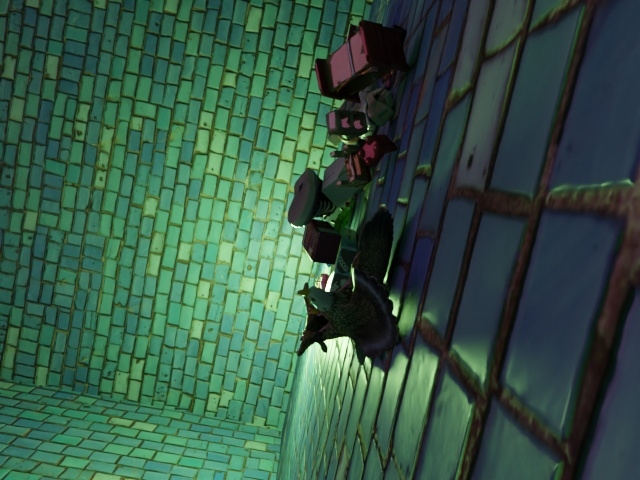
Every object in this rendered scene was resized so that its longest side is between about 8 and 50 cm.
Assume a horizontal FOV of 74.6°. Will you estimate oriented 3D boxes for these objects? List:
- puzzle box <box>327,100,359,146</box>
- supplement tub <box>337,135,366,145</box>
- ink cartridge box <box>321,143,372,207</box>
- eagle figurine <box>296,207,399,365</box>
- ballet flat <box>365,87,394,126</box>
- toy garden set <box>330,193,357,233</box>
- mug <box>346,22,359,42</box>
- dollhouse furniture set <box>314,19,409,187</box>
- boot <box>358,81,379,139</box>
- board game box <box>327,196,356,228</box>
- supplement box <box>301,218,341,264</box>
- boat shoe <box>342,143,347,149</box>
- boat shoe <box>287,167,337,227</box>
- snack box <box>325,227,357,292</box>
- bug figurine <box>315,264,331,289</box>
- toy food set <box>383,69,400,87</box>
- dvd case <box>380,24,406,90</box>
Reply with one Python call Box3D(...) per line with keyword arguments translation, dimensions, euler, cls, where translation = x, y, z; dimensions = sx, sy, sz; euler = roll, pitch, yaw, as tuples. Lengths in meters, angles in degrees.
Box3D(translation=(0.140, -0.597, 1.901), dimensions=(0.272, 0.052, 0.409), euler=(-49, 16, 24), cls="puzzle box")
Box3D(translation=(0.122, -0.425, 1.635), dimensions=(0.198, 0.106, 0.106), euler=(-11, -67, -73), cls="supplement tub")
Box3D(translation=(0.091, -0.230, 1.460), dimensions=(0.154, 0.093, 0.212), euler=(-39, 22, 21), cls="ink cartridge box")
Box3D(translation=(0.063, 0.115, 0.807), dimensions=(0.298, 0.225, 0.226), euler=(-41, 70, 33), cls="eagle figurine")
Box3D(translation=(0.186, -0.418, 1.280), dimensions=(0.248, 0.086, 0.086), euler=(-85, 7, -55), cls="ballet flat")
Box3D(translation=(0.086, -0.120, 1.569), dimensions=(0.244, 0.049, 0.204), euler=(-52, -18, -63), cls="toy garden set")
Box3D(translation=(0.182, -0.753, 1.622), dimensions=(0.150, 0.169, 0.113), euler=(-91, 12, -79), cls="mug")
Box3D(translation=(0.128, -0.346, 1.114), dimensions=(0.201, 0.152, 0.374), euler=(-14, 85, 50), cls="dollhouse furniture set")
Box3D(translation=(0.185, -0.499, 1.505), dimensions=(0.123, 0.095, 0.258), euler=(131, 142, -72), cls="boot")
Box3D(translation=(0.094, -0.191, 1.835), dimensions=(0.303, 0.097, 0.224), euler=(-89, 12, -66), cls="board game box")
Box3D(translation=(0.000, 0.000, 1.425), dimensions=(0.188, 0.080, 0.104), euler=(-128, 49, -68), cls="supplement box")
Box3D(translation=(0.138, -0.394, 1.813), dimensions=(0.303, 0.091, 0.114), euler=(-82, 4, -50), cls="boat shoe")
Box3D(translation=(-0.010, -0.123, 1.435), dimensions=(0.127, 0.158, 0.341), euler=(-46, 21, 29), cls="boat shoe")
Box3D(translation=(0.062, 0.136, 1.476), dimensions=(0.187, 0.060, 0.322), euler=(-82, 5, -69), cls="snack box")
Box3D(translation=(0.020, 0.190, 1.958), dimensions=(0.216, 0.072, 0.279), euler=(-82, 5, -50), cls="bug figurine")
Box3D(translation=(0.213, -0.513, 1.296), dimensions=(0.122, 0.019, 0.078), euler=(-107, 26, -57), cls="toy food set")
Box3D(translation=(0.242, -0.625, 1.424), dimensions=(0.253, 0.022, 0.180), euler=(-83, 6, -59), cls="dvd case")
